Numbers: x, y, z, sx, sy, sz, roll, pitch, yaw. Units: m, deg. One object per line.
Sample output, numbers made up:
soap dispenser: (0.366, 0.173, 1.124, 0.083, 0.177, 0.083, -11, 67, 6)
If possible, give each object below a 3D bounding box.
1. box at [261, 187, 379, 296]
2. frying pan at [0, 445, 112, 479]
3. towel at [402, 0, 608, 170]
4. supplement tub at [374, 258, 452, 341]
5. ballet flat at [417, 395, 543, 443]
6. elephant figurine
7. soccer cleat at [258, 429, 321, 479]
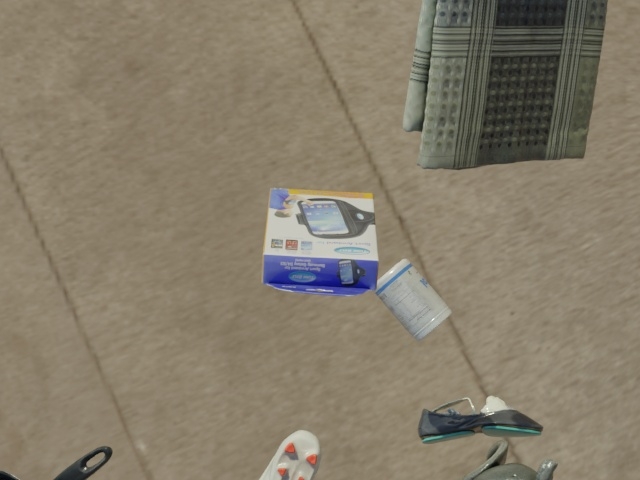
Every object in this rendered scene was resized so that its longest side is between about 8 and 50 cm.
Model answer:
box: (0.000, 0.000, 0.899, 0.081, 0.136, 0.028, 3, 113, -2)
frying pan: (-0.447, 0.379, 1.822, 0.197, 0.053, 0.326, 35, 99, 16)
towel: (0.256, -0.255, 1.679, 0.056, 0.312, 0.324, 26, 116, 52)
supplement tub: (0.133, 0.087, 1.813, 0.071, 0.071, 0.107, -43, 85, 24)
ballet flat: (0.256, 0.287, 2.010, 0.203, 0.074, 0.074, -6, 94, 12)
elephant figurine: (0.267, 0.388, 1.875, 0.186, 0.239, 0.169, -3, 94, 10)
soccer cleat: (-0.056, 0.301, 1.382, 0.068, 0.076, 0.196, 31, 89, 3)
